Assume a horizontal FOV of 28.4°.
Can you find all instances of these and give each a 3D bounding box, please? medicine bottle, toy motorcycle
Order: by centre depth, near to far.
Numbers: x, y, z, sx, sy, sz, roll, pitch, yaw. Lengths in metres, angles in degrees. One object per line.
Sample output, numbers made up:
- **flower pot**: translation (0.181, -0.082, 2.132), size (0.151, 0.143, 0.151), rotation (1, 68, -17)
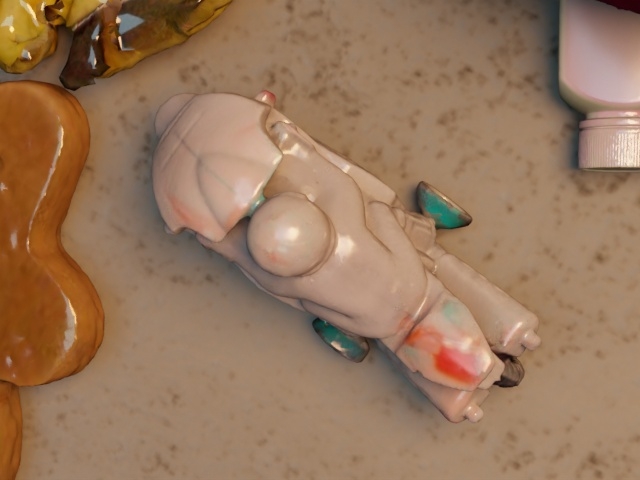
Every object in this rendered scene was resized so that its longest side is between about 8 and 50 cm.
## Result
- **toy motorcycle**: translation (0.000, 0.000, 0.692), size (0.260, 0.171, 0.110), rotation (39, 101, 13)
- **medicine bottle**: translation (0.171, -0.098, 0.706), size (0.074, 0.055, 0.118), rotation (0, 89, 13)

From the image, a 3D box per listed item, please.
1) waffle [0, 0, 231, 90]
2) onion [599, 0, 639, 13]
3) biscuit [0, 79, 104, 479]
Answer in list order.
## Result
- **waffle**: translation (-0.135, -0.305, 0.763), size (0.382, 0.095, 0.379), rotation (-37, 81, 14)
- **onion**: translation (0.219, -0.283, 0.585), size (0.385, 0.348, 0.347), rotation (-13, 87, -24)
- **biscuit**: translation (-0.268, 0.051, 0.817), size (0.275, 0.052, 0.354), rotation (16, 96, 18)
